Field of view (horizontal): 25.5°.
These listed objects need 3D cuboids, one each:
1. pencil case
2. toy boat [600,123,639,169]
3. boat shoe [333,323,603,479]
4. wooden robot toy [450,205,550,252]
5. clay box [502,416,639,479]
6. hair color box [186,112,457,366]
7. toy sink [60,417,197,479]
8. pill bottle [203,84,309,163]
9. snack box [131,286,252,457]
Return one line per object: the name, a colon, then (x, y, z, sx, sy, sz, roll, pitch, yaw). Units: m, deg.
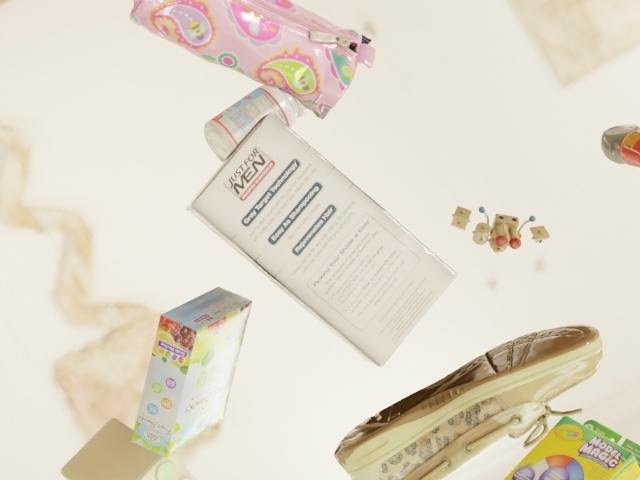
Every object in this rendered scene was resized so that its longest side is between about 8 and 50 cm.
pencil case: (-0.081, -0.250, 1.657, 0.124, 0.284, 0.124, -57, -163, 27)
toy boat: (0.575, -0.089, 2.136, 0.267, 0.318, 0.148, -63, -161, 6)
boat shoe: (0.153, 0.171, 1.365, 0.285, 0.089, 0.104, -29, -175, 19)
wooden robot toy: (0.309, -0.003, 2.474, 0.079, 0.173, 0.076, 105, -7, -46)
clay box: (0.323, 0.324, 1.875, 0.222, 0.053, 0.127, -44, -140, -16)
hair color box: (0.000, 0.000, 1.976, 0.174, 0.347, 0.105, -50, -172, -7)
toy sink: (-0.261, 0.391, 2.156, 0.131, 0.153, 0.234, -45, -145, -17)
pill bottle: (-0.097, -0.187, 2.206, 0.160, 0.087, 0.087, -37, -175, -20)
snack box: (-0.185, 0.189, 2.062, 0.174, 0.070, 0.207, -28, 137, -62)
